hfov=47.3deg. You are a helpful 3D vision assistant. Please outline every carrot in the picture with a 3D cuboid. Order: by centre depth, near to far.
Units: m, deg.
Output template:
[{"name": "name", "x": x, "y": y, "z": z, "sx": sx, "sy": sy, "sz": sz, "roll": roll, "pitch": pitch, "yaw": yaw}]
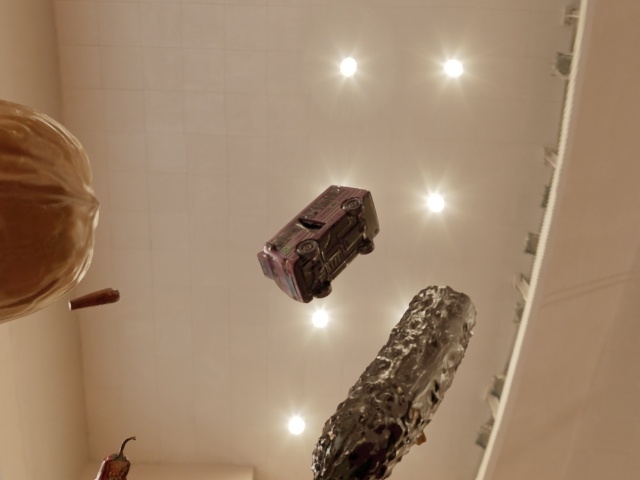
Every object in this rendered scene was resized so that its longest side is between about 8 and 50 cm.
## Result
[{"name": "carrot", "x": -0.412, "y": 0.108, "z": 1.338, "sx": 0.093, "sy": 0.032, "sz": 0.032, "roll": -12, "pitch": -70, "yaw": -31}]

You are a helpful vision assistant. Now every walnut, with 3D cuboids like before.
[{"name": "walnut", "x": -0.297, "y": -0.023, "z": 0.603, "sx": 0.225, "sy": 0.193, "sz": 0.193, "roll": -10, "pitch": -73, "yaw": -7}]

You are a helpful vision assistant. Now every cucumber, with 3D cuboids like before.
[{"name": "cucumber", "x": 0.068, "y": 0.122, "z": 0.608, "sx": 0.072, "sy": 0.300, "sz": 0.072, "roll": 10, "pitch": -65, "yaw": 22}]

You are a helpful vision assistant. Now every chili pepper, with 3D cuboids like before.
[{"name": "chili pepper", "x": -0.443, "y": 0.507, "z": 1.518, "sx": 0.059, "sy": 0.050, "sz": 0.268, "roll": 10, "pitch": -66, "yaw": -39}]

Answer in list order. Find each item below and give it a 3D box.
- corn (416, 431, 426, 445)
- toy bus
[{"name": "corn", "x": 0.150, "y": 0.302, "z": 1.224, "sx": 0.028, "sy": 0.027, "sz": 0.083, "roll": -44, "pitch": -111, "yaw": 40}, {"name": "toy bus", "x": 0.000, "y": 0.000, "z": 1.134, "sx": 0.108, "sy": 0.199, "sz": 0.096, "roll": 18, "pitch": -42, "yaw": 38}]
